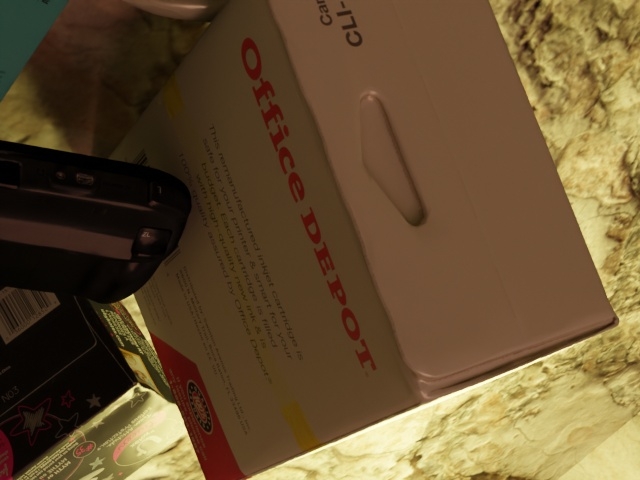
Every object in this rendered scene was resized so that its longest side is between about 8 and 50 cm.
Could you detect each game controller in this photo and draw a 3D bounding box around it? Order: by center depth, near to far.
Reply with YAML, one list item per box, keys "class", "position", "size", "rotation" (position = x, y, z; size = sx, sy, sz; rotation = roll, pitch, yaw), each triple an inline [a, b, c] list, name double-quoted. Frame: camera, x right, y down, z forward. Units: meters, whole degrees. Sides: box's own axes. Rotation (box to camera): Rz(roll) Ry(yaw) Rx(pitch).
- class: "game controller"
  position: [-0.253, -0.020, 0.931]
  size: [0.319, 0.067, 0.166]
  rotation: [10, 158, -21]

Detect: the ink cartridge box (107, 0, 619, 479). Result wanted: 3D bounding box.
- class: "ink cartridge box"
  position: [0.000, 0.000, 0.980]
  size: [0.160, 0.279, 0.384]
  rotation: [-17, 171, -28]

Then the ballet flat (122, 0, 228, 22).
- class: "ballet flat"
  position: [0.026, -0.234, 0.985]
  size: [0.400, 0.139, 0.139]
  rotation: [-30, 149, -18]

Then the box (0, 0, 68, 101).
- class: "box"
  position: [-0.189, -0.191, 0.841]
  size: [0.060, 0.100, 0.244]
  rotation: [9, 127, -52]

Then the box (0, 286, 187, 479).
- class: "box"
  position: [-0.260, 0.152, 1.171]
  size: [0.247, 0.163, 0.142]
  rotation: [-37, 153, 1]
